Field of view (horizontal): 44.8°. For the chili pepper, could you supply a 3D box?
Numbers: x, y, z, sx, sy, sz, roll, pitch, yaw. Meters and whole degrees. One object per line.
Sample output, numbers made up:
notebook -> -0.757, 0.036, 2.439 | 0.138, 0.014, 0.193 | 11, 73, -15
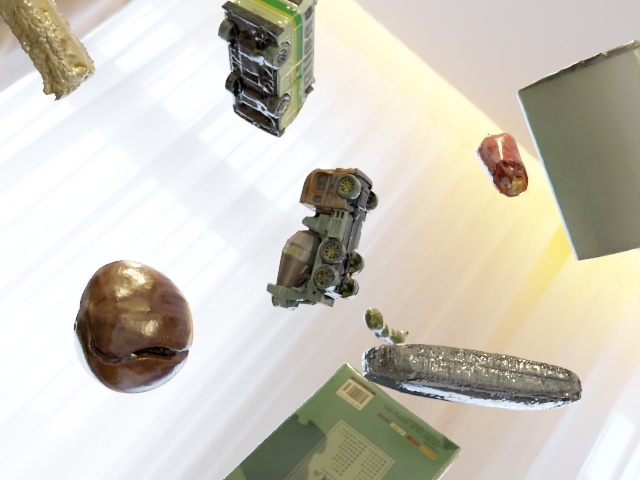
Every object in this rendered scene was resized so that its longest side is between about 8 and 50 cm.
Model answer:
chili pepper -> 0.342, -0.163, 1.491 | 0.084, 0.192, 0.086 | -7, -53, -1

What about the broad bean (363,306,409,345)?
broad bean -> 0.146, 0.198, 1.725 | 0.052, 0.052, 0.256 | 39, 0, 31

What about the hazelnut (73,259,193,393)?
hazelnut -> -0.340, 0.154, 1.350 | 0.218, 0.218, 0.233 | 102, -27, -58

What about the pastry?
pastry -> -0.482, -0.367, 1.319 | 0.258, 0.089, 0.121 | 61, 9, -14

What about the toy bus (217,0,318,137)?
toy bus -> -0.088, -0.346, 1.470 | 0.134, 0.164, 0.276 | 32, -28, 17

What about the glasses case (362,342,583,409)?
glasses case -> 0.189, 0.171, 0.966 | 0.283, 0.067, 0.109 | 12, -21, -12

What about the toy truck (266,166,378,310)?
toy truck -> 0.000, 0.000, 1.337 | 0.140, 0.256, 0.108 | 9, -9, 27

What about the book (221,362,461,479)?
book -> 0.024, 0.385, 1.264 | 0.264, 0.379, 0.031 | 34, -40, 24

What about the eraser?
eraser -> 0.430, -0.131, 1.167 | 0.189, 0.104, 0.289 | -19, -86, 22
